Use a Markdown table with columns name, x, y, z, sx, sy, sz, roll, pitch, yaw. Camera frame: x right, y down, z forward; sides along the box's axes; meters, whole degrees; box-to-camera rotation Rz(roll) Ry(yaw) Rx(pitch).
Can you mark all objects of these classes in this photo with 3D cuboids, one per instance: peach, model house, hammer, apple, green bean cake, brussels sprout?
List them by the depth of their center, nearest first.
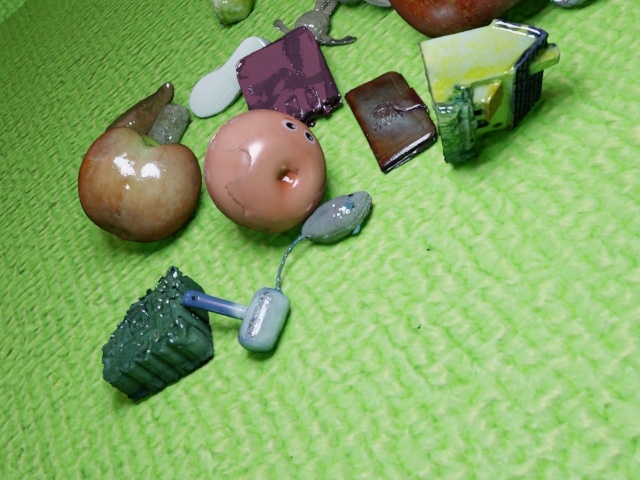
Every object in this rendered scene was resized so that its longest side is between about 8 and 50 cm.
| name | x | y | z | sx | sy | sz | roll | pitch | yaw |
| --- | --- | --- | --- | --- | --- | --- | --- | --- | --- |
| model house | 0.289 | -0.243 | 1.080 | 0.211 | 0.194 | 0.170 | -14 | 64 | 10 |
| hammer | -0.157 | 0.125 | 1.138 | 0.194 | 0.069 | 0.116 | 14 | 65 | 14 |
| green bean cake | -0.316 | 0.173 | 1.217 | 0.208 | 0.107 | 0.193 | -33 | 47 | 10 |
| apple | 0.272 | -0.561 | 1.228 | 0.348 | 0.277 | 0.348 | -39 | 15 | 13 |
| peach | -0.383 | -0.114 | 1.378 | 0.252 | 0.252 | 0.252 | -17 | 50 | 22 |
| brussels sprout | -0.245 | -0.682 | 1.784 | 0.122 | 0.149 | 0.151 | -19 | 87 | 1 |

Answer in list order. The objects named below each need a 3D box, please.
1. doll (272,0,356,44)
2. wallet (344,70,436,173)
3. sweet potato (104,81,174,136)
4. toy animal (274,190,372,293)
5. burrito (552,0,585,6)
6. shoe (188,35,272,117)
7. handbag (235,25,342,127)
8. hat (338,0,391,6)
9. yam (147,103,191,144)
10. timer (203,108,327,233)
| name | x | y | z | sx | sy | sz | roll | pitch | yaw |
| --- | --- | --- | --- | --- | --- | --- | --- | --- | --- |
| doll | -0.025 | -0.520 | 1.556 | 0.203 | 0.091 | 0.286 | -1 | 63 | -7 |
| wallet | 0.139 | -0.251 | 1.285 | 0.137 | 0.031 | 0.255 | -31 | 46 | 11 |
| sweet potato | -0.489 | -0.288 | 1.678 | 0.310 | 0.098 | 0.124 | -51 | 40 | -2 |
| toy animal | -0.008 | -0.004 | 1.178 | 0.253 | 0.070 | 0.079 | -43 | 29 | 2 |
| burrito | 0.501 | -0.537 | 1.228 | 0.144 | 0.089 | 0.229 | -3 | 55 | 49 |
| shoe | -0.211 | -0.403 | 1.601 | 0.265 | 0.095 | 0.110 | -35 | 7 | 27 |
| handbag | -0.070 | -0.336 | 1.417 | 0.203 | 0.074 | 0.216 | -27 | 71 | 18 |
| hat | 0.067 | -0.620 | 1.511 | 0.110 | 0.252 | 0.252 | -32 | 40 | 46 |
| yam | -0.389 | -0.259 | 1.607 | 0.078 | 0.078 | 0.179 | 6 | 63 | 36 |
| timer | -0.102 | -0.130 | 1.212 | 0.229 | 0.229 | 0.215 | -46 | 29 | -5 |
